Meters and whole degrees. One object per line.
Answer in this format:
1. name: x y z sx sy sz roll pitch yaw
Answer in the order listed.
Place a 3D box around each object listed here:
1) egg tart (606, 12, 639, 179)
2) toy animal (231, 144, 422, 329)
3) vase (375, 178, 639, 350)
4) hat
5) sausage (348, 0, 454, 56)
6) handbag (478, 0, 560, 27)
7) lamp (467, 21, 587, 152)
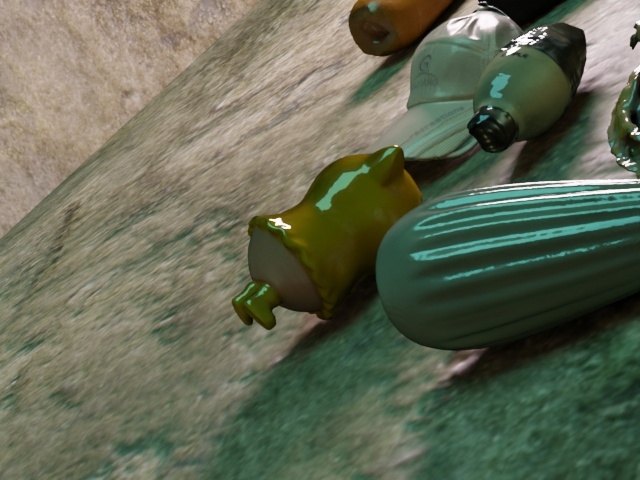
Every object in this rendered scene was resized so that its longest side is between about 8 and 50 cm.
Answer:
1. egg tart: 0.369 -0.170 1.008 0.352 0.150 0.352 -36 20 15
2. toy animal: 0.002 0.000 1.319 0.230 0.156 0.156 -47 18 -18
3. vase: 0.169 0.012 0.984 0.248 0.128 0.128 -14 27 34
4. hat: 0.132 -0.185 1.549 0.226 0.164 0.219 -21 8 -24
5. sausage: 0.185 -0.439 2.167 0.354 0.116 0.134 -45 7 -34
6. handbag: 0.336 -0.412 1.828 0.247 0.080 0.223 -35 16 9
7. lamp: 0.229 -0.172 1.372 0.101 0.101 0.250 -20 22 45
